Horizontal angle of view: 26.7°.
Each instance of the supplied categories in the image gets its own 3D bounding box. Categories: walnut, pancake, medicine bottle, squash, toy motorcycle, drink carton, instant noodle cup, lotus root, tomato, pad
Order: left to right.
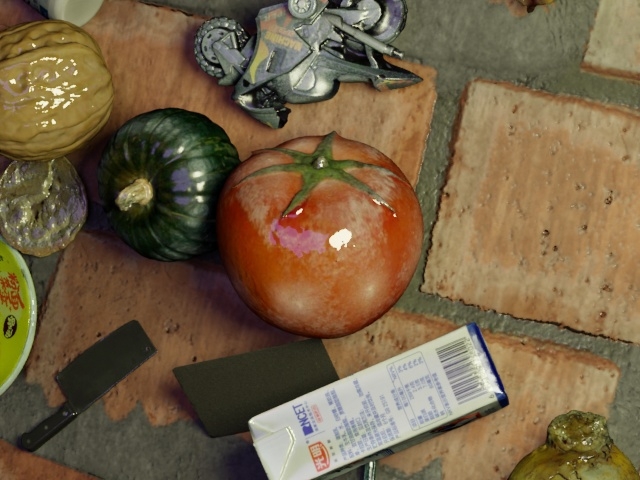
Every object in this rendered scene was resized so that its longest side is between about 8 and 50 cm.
[{"bbox_3d":[-0.583,0.098,1.895,0.311,0.221,0.311,-2,84,17],"label":"instant noodle cup"},{"bbox_3d":[-0.397,-0.207,1.873,0.213,0.213,0.213,-2,84,18],"label":"walnut"},{"bbox_3d":[-0.408,-0.396,1.950,0.191,0.107,0.107,38,96,18],"label":"medicine bottle"},{"bbox_3d":[-0.406,-0.054,1.956,0.158,0.028,0.158,-2,83,15],"label":"pancake"},{"bbox_3d":[-0.199,-0.074,1.813,0.218,0.172,0.218,-4,79,19],"label":"squash"},{"bbox_3d":[-0.076,0.197,1.782,0.211,0.143,0.003,-13,36,16],"label":"pad"},{"bbox_3d":[-0.021,-0.246,1.816,0.307,0.108,0.173,-11,90,16],"label":"toy motorcycle"},{"bbox_3d":[0.000,0.000,1.703,0.264,0.265,0.265,-2,84,18],"label":"tomato"},{"bbox_3d":[0.075,0.217,1.693,0.315,0.130,0.107,-24,74,4],"label":"drink carton"},{"bbox_3d":[0.294,0.404,1.607,0.195,0.179,0.398,5,90,2],"label":"lotus root"}]

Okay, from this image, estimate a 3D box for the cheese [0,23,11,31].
[{"bbox_3d":[-0.551,-0.278,1.946,0.202,0.177,0.128,10,87,18],"label":"cheese"}]

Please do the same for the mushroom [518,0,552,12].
[{"bbox_3d":[0.387,-0.459,1.613,0.397,0.313,0.224,-19,82,10],"label":"mushroom"}]

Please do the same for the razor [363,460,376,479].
[{"bbox_3d":[0.071,0.269,1.763,0.066,0.033,0.190,3,84,18],"label":"razor"}]

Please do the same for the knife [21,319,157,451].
[{"bbox_3d":[-0.340,0.206,1.914,0.245,0.019,0.072,-39,70,8],"label":"knife"}]
